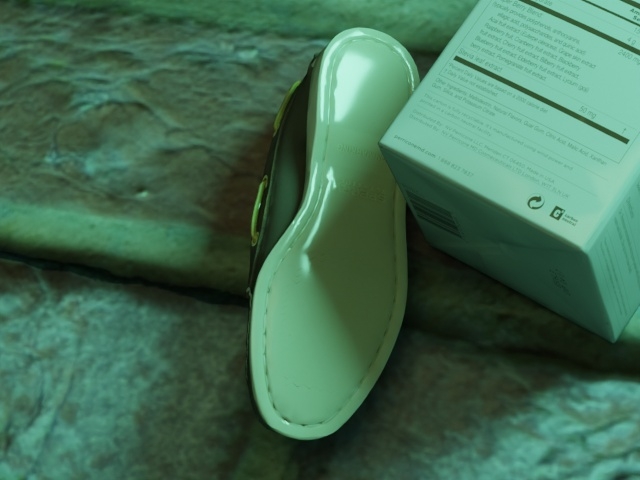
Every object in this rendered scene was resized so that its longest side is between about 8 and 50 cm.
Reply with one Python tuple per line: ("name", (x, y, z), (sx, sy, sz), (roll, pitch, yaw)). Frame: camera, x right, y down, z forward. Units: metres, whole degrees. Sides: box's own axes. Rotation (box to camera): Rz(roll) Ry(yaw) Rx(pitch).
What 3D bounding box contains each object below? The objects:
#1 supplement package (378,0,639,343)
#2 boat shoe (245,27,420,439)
("supplement package", (0.207, -0.111, 1.289), (0.175, 0.177, 0.293), (30, 76, 26))
("boat shoe", (0.000, 0.000, 1.348), (0.117, 0.097, 0.324), (17, 69, -20))
